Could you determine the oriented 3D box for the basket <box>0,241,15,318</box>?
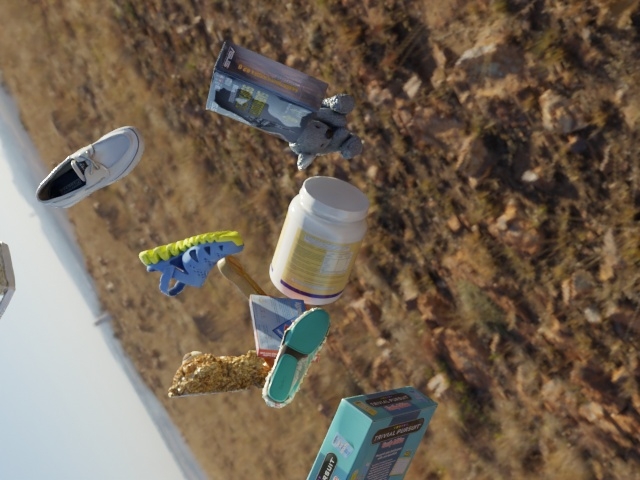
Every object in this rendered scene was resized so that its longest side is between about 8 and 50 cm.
[{"bbox_3d":[-0.772,0.086,1.692,0.113,0.103,0.167,-55,43,23],"label":"basket"}]

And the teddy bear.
[{"bbox_3d":[-0.258,0.353,1.987,0.245,0.338,0.113,-24,69,48],"label":"teddy bear"}]

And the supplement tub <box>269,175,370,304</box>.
[{"bbox_3d":[0.000,0.000,2.224,0.241,0.241,0.331,46,128,39],"label":"supplement tub"}]

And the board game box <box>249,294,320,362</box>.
[{"bbox_3d":[-0.094,0.212,1.827,0.281,0.145,0.027,-112,30,-66],"label":"board game box"}]

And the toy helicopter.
[{"bbox_3d":[-0.150,0.174,2.077,0.355,0.140,0.235,49,-162,-2],"label":"toy helicopter"}]

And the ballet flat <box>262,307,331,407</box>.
[{"bbox_3d":[-0.057,0.253,1.605,0.091,0.241,0.077,31,156,3],"label":"ballet flat"}]

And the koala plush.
[{"bbox_3d":[-0.018,-0.305,2.156,0.204,0.221,0.196,0,114,31],"label":"koala plush"}]

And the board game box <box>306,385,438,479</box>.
[{"bbox_3d":[0.078,0.461,1.467,0.079,0.254,0.335,30,104,34],"label":"board game box"}]

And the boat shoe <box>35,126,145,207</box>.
[{"bbox_3d":[-0.501,-0.158,1.604,0.096,0.268,0.088,63,-166,2],"label":"boat shoe"}]

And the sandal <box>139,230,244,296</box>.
[{"bbox_3d":[-0.325,0.059,1.939,0.318,0.126,0.138,-17,86,32],"label":"sandal"}]

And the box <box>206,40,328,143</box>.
[{"bbox_3d":[-0.101,-0.251,1.301,0.183,0.056,0.231,22,170,-10],"label":"box"}]
